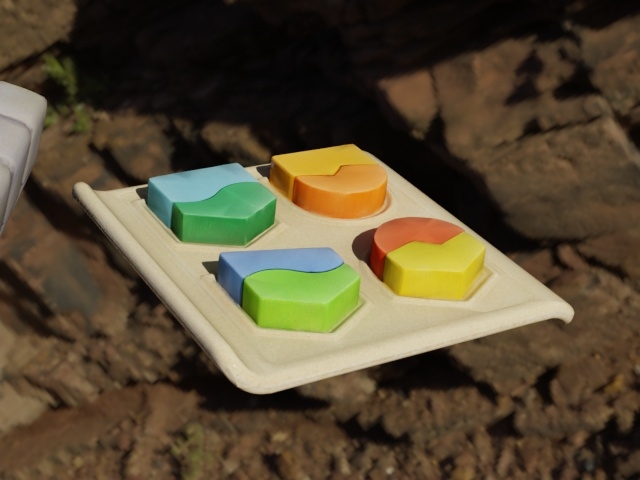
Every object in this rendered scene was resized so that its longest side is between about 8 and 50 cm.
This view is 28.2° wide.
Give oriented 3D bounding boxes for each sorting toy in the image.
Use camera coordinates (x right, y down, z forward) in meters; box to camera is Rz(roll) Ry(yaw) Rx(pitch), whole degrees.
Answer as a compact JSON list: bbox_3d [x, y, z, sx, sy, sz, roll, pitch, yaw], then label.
[{"bbox_3d":[0.000,0.000,0.663,0.208,0.038,0.193,-7,31,-32],"label":"sorting toy"}]

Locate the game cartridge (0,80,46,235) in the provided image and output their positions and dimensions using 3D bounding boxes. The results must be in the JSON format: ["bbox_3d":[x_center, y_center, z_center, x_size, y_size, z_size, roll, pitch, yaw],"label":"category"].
[{"bbox_3d":[-0.283,-0.044,0.409,0.230,0.355,0.068,-88,19,-59],"label":"game cartridge"}]
